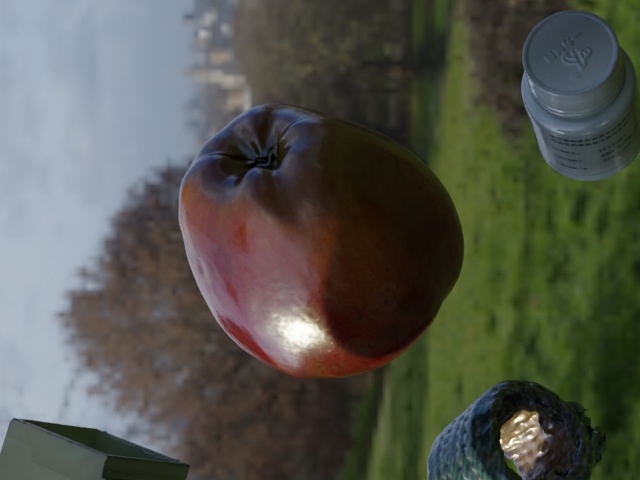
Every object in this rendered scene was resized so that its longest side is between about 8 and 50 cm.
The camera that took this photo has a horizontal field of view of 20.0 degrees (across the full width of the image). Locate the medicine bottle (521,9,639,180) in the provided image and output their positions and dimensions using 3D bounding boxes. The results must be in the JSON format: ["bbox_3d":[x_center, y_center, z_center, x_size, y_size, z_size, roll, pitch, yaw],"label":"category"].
[{"bbox_3d":[0.182,-0.101,1.267,0.130,0.080,0.080,56,-151,-63],"label":"medicine bottle"}]

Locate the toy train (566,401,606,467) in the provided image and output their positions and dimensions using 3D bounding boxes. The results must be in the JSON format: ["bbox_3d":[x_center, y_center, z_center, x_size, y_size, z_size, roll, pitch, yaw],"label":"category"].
[{"bbox_3d":[0.220,0.236,1.679,0.099,0.070,0.172,-36,-49,-57],"label":"toy train"}]

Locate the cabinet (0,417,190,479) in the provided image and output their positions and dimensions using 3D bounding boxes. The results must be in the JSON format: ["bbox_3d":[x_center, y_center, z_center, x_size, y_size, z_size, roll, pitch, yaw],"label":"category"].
[{"bbox_3d":[-0.252,0.307,1.883,0.145,0.150,0.206,18,-91,-57],"label":"cabinet"}]

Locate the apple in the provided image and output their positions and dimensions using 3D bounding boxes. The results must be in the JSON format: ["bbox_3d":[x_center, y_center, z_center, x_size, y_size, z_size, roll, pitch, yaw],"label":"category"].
[{"bbox_3d":[0.001,0.000,1.464,0.234,0.234,0.234,180,90,-87],"label":"apple"}]

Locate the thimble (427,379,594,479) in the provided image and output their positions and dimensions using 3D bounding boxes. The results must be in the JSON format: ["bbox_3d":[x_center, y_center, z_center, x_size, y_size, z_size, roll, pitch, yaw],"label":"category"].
[{"bbox_3d":[0.160,0.187,1.536,0.135,0.118,0.090,-39,-10,-49],"label":"thimble"}]
